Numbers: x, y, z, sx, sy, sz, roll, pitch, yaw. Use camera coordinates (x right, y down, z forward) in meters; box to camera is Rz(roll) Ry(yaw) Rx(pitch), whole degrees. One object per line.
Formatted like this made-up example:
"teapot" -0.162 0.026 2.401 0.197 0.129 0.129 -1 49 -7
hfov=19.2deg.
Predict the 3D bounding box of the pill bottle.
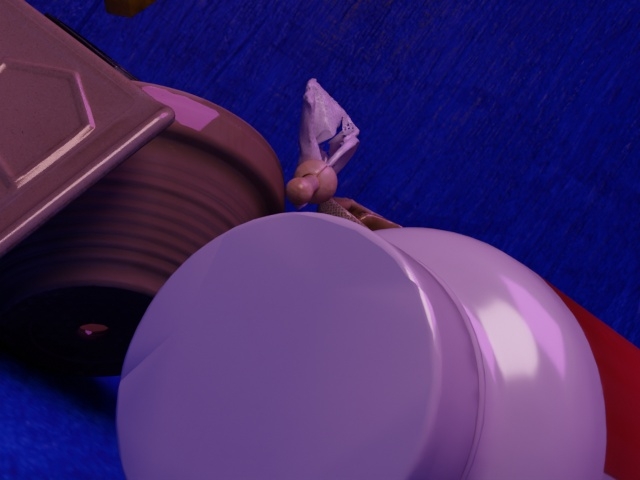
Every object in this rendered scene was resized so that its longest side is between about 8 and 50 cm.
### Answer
"pill bottle" 0.076 0.129 1.019 0.229 0.229 0.408 37 3 35

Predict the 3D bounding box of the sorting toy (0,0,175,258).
"sorting toy" -0.197 -0.088 1.086 0.229 0.307 0.041 35 -30 27

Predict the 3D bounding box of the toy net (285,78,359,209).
"toy net" 0.000 0.000 1.191 0.045 0.232 0.122 5 -39 4

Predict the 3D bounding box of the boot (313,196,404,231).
"boot" 0.009 0.080 1.356 0.095 0.203 0.262 36 1 29

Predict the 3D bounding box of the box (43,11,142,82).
"box" -0.207 -0.061 1.413 0.077 0.180 0.147 36 2 -37

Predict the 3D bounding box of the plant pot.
"plant pot" -0.138 0.010 1.176 0.237 0.237 0.109 33 43 -44
